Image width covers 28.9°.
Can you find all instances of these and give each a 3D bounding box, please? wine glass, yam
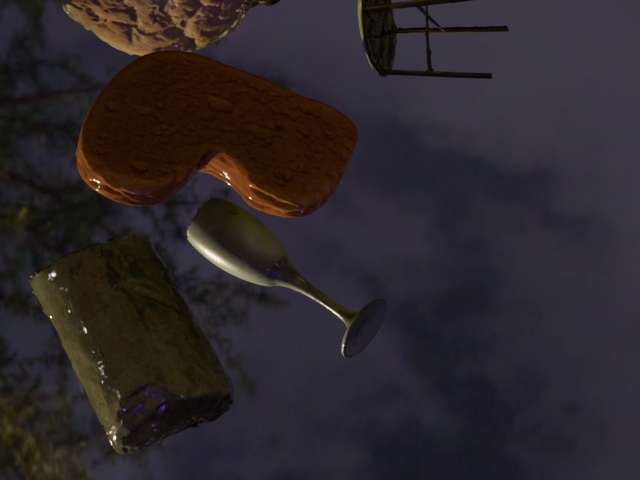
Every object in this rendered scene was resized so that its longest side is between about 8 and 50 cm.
[{"bbox_3d":[0.000,0.000,1.836,0.309,0.096,0.264,33,-125,24],"label":"wine glass"},{"bbox_3d":[-0.260,0.140,1.728,0.195,0.195,0.300,-25,-100,-31],"label":"yam"}]

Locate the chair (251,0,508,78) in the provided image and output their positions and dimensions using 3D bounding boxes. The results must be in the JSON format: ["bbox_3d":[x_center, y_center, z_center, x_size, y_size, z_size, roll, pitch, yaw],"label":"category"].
[{"bbox_3d":[0.077,-0.306,1.683,0.325,0.170,0.160,-1,-140,20],"label":"chair"}]

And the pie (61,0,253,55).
[{"bbox_3d":[-0.161,-0.261,1.301,0.185,0.218,0.052,29,-135,-36],"label":"pie"}]

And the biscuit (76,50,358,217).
[{"bbox_3d":[-0.077,-0.067,0.921,0.192,0.036,0.186,21,-142,-1],"label":"biscuit"}]
